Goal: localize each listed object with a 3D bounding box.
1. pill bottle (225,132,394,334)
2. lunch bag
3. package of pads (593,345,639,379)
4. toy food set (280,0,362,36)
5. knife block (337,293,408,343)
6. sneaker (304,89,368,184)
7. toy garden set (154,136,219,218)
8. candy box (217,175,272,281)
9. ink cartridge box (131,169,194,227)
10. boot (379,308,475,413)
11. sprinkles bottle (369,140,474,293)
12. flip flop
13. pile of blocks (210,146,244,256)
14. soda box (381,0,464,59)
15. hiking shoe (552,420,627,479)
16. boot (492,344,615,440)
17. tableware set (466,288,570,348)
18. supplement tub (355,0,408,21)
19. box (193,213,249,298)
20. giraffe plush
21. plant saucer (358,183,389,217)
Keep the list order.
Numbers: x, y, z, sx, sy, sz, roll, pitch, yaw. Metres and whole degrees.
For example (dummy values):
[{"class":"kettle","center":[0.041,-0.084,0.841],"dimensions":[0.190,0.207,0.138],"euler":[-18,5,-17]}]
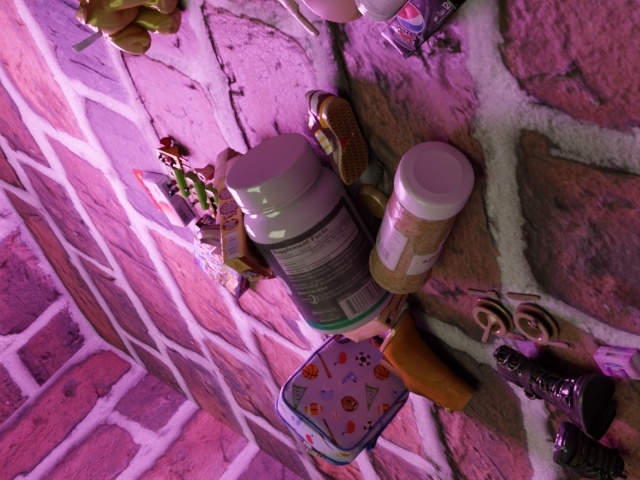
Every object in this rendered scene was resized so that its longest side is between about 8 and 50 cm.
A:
[{"class":"pill bottle","center":[-0.017,-0.012,1.983],"dimensions":[0.204,0.204,0.361],"euler":[11,140,51]},{"class":"lunch bag","center":[0.059,0.351,2.345],"dimensions":[0.243,0.303,0.115],"euler":[39,148,13]},{"class":"package of pads","center":[0.498,0.203,1.730],"dimensions":[0.050,0.032,0.083],"euler":[54,155,-19]},{"class":"toy food set","center":[0.014,-0.379,1.542],"dimensions":[0.132,0.038,0.192],"euler":[46,150,-20]},{"class":"knife block","center":[0.086,0.163,2.243],"dimensions":[0.276,0.088,0.242],"euler":[13,157,33]},{"class":"sneaker","center":[0.026,-0.183,1.816],"dimensions":[0.084,0.069,0.185],"euler":[34,150,43]},{"class":"toy garden set","center":[-0.283,-0.120,2.424],"dimensions":[0.244,0.049,0.204],"euler":[31,153,28]},{"class":"candy box","center":[-0.148,-0.026,2.032],"dimensions":[0.053,0.186,0.109],"euler":[-20,150,20]},{"class":"ink cartridge box","center":[-0.414,-0.109,2.666],"dimensions":[0.179,0.045,0.145],"euler":[10,139,49]},{"class":"boot","center":[0.233,0.260,2.191],"dimensions":[0.211,0.104,0.295],"euler":[32,160,14]},{"class":"sprinkles bottle","center":[0.163,-0.030,1.770],"dimensions":[0.121,0.121,0.355],"euler":[39,157,12]},{"class":"flip flop","center":[-0.131,0.039,2.224],"dimensions":[0.277,0.080,0.112],"euler":[18,155,-16]},{"class":"pile of blocks","center":[-0.154,-0.086,2.232],"dimensions":[0.149,0.112,0.362],"euler":[6,148,-3]},{"class":"soda box","center":[0.145,-0.309,1.405],"dimensions":[0.053,0.060,0.169],"euler":[46,157,-3]},{"class":"hiking shoe","center":[0.512,0.400,1.967],"dimensions":[0.114,0.086,0.227],"euler":[6,161,31]},{"class":"boot","center":[0.405,0.256,1.870],"dimensions":[0.229,0.091,0.263],"euler":[31,166,29]},{"class":"tableware set","center":[0.343,0.151,1.884],"dimensions":[0.194,0.039,0.128],"euler":[3,134,56]},{"class":"supplement tub","center":[0.095,-0.348,1.408],"dimensions":[0.071,0.071,0.107],"euler":[45,158,-3]},{"class":"box","center":[-0.249,0.044,2.651],"dimensions":[0.159,0.044,0.233],"euler":[39,156,12]},{"class":"giraffe plush","center":[-0.378,-0.451,1.914],"dimensions":[0.181,0.210,0.170],"euler":[82,165,-60]},{"class":"plant saucer","center":[0.099,-0.069,1.939],"dimensions":[0.083,0.015,0.083],"euler":[35,155,19]}]
